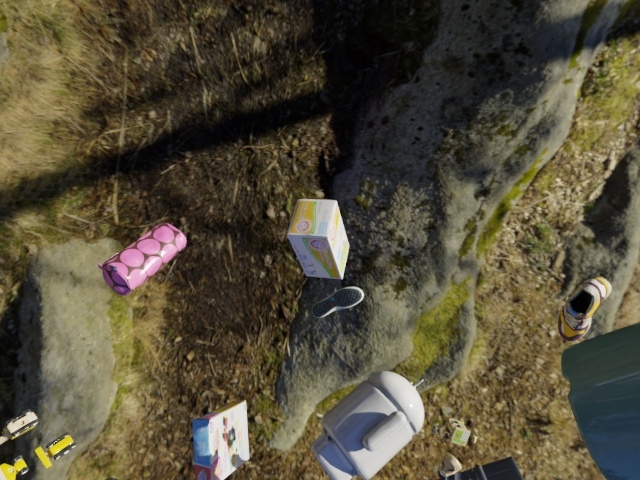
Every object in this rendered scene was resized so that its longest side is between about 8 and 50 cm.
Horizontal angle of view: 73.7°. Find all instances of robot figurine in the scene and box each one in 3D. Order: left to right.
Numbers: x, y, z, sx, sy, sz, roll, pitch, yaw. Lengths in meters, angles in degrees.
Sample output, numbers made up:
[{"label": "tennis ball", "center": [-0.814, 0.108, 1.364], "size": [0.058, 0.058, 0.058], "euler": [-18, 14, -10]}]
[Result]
[{"label": "robot figurine", "center": [0.144, 0.507, 1.191], "size": [0.353, 0.300, 0.199], "euler": [-36, 87, -16]}]

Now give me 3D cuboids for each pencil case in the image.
[{"label": "pencil case", "center": [-0.437, 0.037, 1.062], "size": [0.098, 0.209, 0.095], "euler": [37, 132, 3]}]

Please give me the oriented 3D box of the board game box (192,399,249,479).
[{"label": "board game box", "center": [-0.381, 0.784, 1.673], "size": [0.064, 0.316, 0.242], "euler": [-8, 80, 15]}]

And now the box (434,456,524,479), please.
[{"label": "box", "center": [0.391, 0.767, 1.050], "size": [0.343, 0.312, 0.179], "euler": [-23, 120, 8]}]

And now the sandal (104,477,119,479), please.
[{"label": "sandal", "center": [-0.611, 0.735, 1.223], "size": [0.054, 0.254, 0.097], "euler": [31, 52, -26]}]

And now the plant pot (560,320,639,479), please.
[{"label": "plant pot", "center": [0.608, 0.251, 0.673], "size": [0.334, 0.341, 0.341], "euler": [-31, 108, 35]}]

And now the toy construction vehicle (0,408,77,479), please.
[{"label": "toy construction vehicle", "center": [-0.412, 0.290, 0.595], "size": [0.086, 0.098, 0.035], "euler": [47, 124, 8]}]

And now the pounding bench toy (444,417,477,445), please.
[{"label": "pounding bench toy", "center": [0.450, 0.616, 1.370], "size": [0.083, 0.065, 0.052], "euler": [18, 95, -5]}]

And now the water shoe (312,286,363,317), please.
[{"label": "water shoe", "center": [0.065, 0.221, 1.569], "size": [0.203, 0.080, 0.072], "euler": [-23, 82, 13]}]

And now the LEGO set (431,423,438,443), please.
[{"label": "LEGO set", "center": [0.476, 0.811, 1.804], "size": [0.024, 0.054, 0.083], "euler": [15, 75, 12]}]

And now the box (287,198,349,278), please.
[{"label": "box", "center": [0.000, 0.000, 1.090], "size": [0.103, 0.114, 0.203], "euler": [3, 146, 17]}]

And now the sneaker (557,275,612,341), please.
[{"label": "sneaker", "center": [0.580, 0.164, 0.972], "size": [0.084, 0.069, 0.185], "euler": [-15, 128, -31]}]

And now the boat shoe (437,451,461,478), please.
[{"label": "boat shoe", "center": [0.418, 0.752, 1.408], "size": [0.059, 0.063, 0.170], "euler": [-37, 143, -22]}]
